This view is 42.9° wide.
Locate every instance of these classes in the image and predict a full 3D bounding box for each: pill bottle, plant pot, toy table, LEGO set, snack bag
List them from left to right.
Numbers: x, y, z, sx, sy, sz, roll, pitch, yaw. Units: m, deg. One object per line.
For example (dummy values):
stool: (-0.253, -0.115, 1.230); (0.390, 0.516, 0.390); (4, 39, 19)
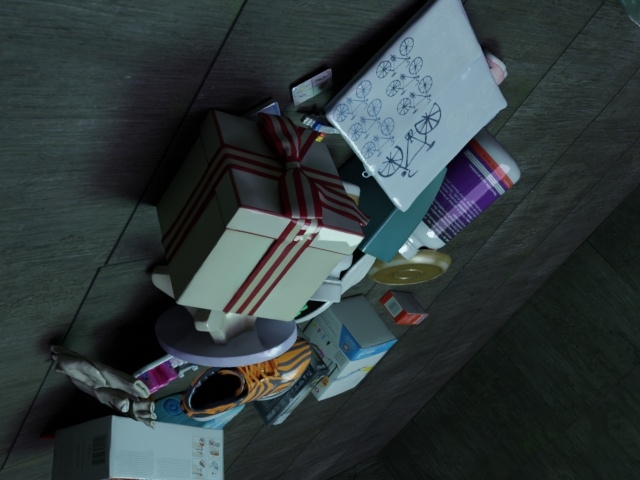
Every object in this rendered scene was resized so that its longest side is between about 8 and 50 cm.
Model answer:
toy table: (-0.187, 0.123, 1.533); (0.275, 0.252, 0.160); (-4, 127, 0)
LEGO set: (-0.018, -0.201, 1.406); (0.244, 0.060, 0.182); (-30, 156, -10)
pill bottle: (0.000, 0.000, 1.563); (0.131, 0.131, 0.229); (12, 84, -60)
plant pot: (0.138, -0.103, 1.684); (0.234, 0.165, 0.166); (-49, 155, 9)
plant pot: (0.227, 0.077, 2.135); (0.237, 0.032, 0.236); (-3, 160, -1)
snack bag: (0.187, -0.238, 1.475); (0.323, 0.037, 0.342); (-47, 138, -6)
pill bottle: (0.278, -0.108, 1.838); (0.323, 0.181, 0.181); (-42, 156, 9)

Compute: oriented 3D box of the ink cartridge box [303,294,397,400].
ink cartridge box: (0.055, 0.297, 2.261); (0.168, 0.171, 0.232); (-9, 142, -48)

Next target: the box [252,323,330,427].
box: (-0.105, 0.339, 2.099); (0.056, 0.183, 0.231); (0, 136, -53)

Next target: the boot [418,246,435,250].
boot: (0.272, 0.051, 2.273); (0.085, 0.059, 0.158); (-13, 145, -53)

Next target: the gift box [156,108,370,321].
gift box: (-0.085, -0.048, 1.312); (0.277, 0.255, 0.258); (8, 134, -36)

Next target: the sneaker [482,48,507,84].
sneaker: (0.341, -0.340, 1.670); (0.070, 0.051, 0.134); (-48, 159, 9)

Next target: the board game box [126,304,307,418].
board game box: (-0.241, 0.252, 1.778); (0.390, 0.050, 0.390); (-26, 171, -25)

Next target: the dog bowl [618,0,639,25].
dog bowl: (0.795, -0.610, 1.766); (0.349, 0.102, 0.348); (-31, 155, -17)

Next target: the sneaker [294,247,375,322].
sneaker: (0.032, 0.104, 1.963); (0.290, 0.106, 0.123); (-40, 154, 2)

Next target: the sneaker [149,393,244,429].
sneaker: (-0.351, 0.488, 2.092); (0.319, 0.127, 0.208); (-6, 140, -49)

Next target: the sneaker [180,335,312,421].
sneaker: (-0.149, 0.301, 1.774); (0.321, 0.124, 0.180); (-28, 172, -17)

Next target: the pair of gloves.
pair of gloves: (-0.413, 0.282, 1.555); (0.240, 0.204, 0.042); (91, 23, -60)

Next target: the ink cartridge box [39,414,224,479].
ink cartridge box: (-0.414, 0.480, 1.780); (0.272, 0.130, 0.310); (-21, 152, 36)

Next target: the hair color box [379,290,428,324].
hair color box: (0.254, 0.206, 2.477); (0.053, 0.093, 0.167); (-46, 155, 18)
